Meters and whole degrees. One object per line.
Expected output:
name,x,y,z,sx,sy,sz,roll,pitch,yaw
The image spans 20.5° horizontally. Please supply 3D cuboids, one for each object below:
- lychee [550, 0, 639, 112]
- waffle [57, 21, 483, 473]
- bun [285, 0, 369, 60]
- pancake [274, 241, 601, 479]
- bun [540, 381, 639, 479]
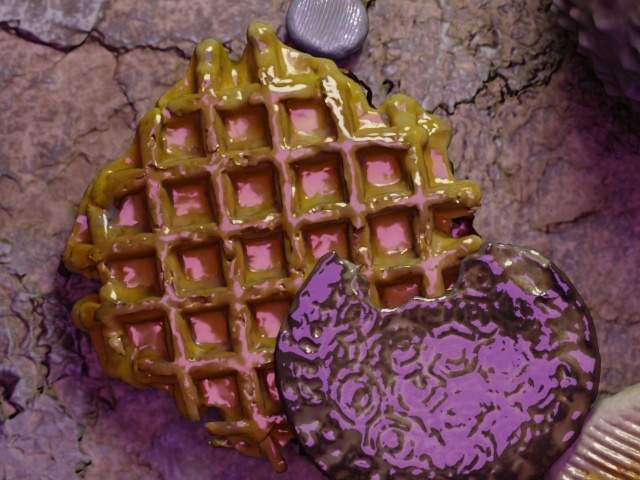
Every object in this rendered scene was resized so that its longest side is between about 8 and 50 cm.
lychee,0.386,-0.293,1.622,0.380,0.380,0.432,-30,67,-7
waffle,-0.041,0.009,1.678,0.379,0.095,0.382,32,89,4
bun,0.007,-0.215,1.747,0.083,0.045,0.083,0,81,0
pancake,0.104,0.113,1.618,0.286,0.033,0.288,45,90,-1
bun,0.323,0.248,1.645,0.244,0.153,0.244,-7,74,25
